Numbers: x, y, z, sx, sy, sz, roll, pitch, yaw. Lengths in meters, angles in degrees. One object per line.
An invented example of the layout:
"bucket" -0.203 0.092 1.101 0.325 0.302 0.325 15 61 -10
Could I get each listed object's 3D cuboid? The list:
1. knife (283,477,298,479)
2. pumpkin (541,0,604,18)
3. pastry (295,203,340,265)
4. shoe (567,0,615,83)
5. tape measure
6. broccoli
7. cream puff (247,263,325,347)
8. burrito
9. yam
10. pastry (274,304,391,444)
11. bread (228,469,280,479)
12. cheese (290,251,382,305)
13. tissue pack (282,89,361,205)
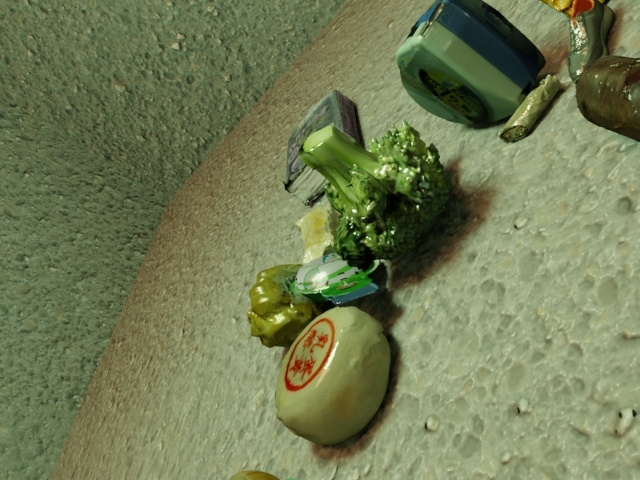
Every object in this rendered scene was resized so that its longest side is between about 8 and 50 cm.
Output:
"knife" -0.001 0.453 1.127 0.260 0.034 0.063 -11 52 57
"pumpkin" 0.473 -0.577 1.374 0.139 0.190 0.280 -47 24 19
"pastry" 0.004 -0.005 1.680 0.121 0.089 0.258 -46 24 16
"shoe" 0.478 -0.369 1.219 0.074 0.077 0.194 -21 40 55
"tape measure" 0.281 -0.354 1.361 0.138 0.259 0.262 -57 14 -10
"broccoli" 0.119 -0.105 1.355 0.277 0.317 0.338 -39 51 20
"cream puff" -0.090 0.160 1.541 0.194 0.194 0.221 -44 20 28
"burrito" 0.397 -0.246 1.266 0.149 0.041 0.055 -54 8 15
"yam" 0.471 -0.186 0.917 0.131 0.131 0.280 -52 20 9
"pastry" 0.019 0.247 1.243 0.265 0.133 0.265 -49 20 25
"bread" -0.134 0.525 1.195 0.236 0.070 0.236 -47 31 40
"cheese" 0.041 0.080 1.404 0.203 0.083 0.320 -18 11 -9
"tissue pack" 0.003 -0.299 2.068 0.259 0.122 0.361 -45 22 22
